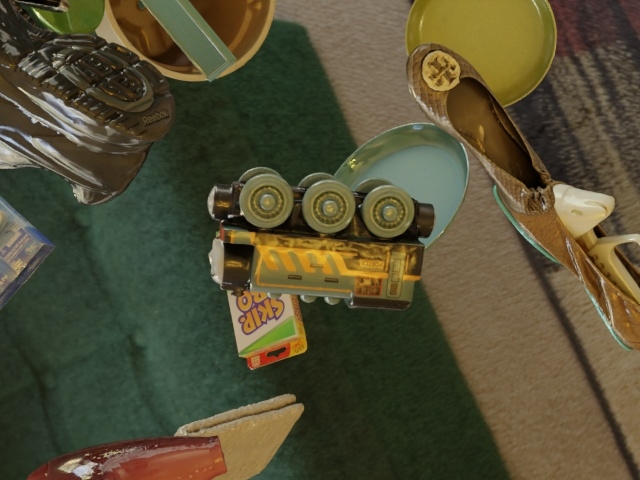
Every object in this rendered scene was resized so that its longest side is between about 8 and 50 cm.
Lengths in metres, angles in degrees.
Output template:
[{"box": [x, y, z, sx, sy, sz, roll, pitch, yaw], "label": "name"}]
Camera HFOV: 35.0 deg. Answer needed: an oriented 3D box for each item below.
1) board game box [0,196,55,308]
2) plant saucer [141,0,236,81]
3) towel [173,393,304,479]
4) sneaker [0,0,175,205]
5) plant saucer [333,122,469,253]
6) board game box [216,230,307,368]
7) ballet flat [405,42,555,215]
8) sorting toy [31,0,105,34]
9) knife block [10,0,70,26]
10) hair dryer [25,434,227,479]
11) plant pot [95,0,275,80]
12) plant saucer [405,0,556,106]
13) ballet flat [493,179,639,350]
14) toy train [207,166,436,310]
[{"box": [-0.218, 0.007, 0.590, 0.090, 0.020, 0.090, 41, 89, 9], "label": "board game box"}, {"box": [-0.224, -0.352, 1.676, 0.067, 0.018, 0.192, -33, 105, 29], "label": "plant saucer"}, {"box": [-0.164, 0.349, 1.696, 0.049, 0.282, 0.187, 47, 122, 28], "label": "towel"}, {"box": [-0.253, -0.121, 0.753, 0.286, 0.109, 0.130, 34, 131, 1], "label": "sneaker"}, {"box": [0.133, -0.070, 1.819, 0.318, 0.044, 0.317, -23, 46, 26], "label": "plant saucer"}, {"box": [-0.105, 0.087, 1.784, 0.124, 0.039, 0.259, -21, 72, 23], "label": "board game box"}, {"box": [0.190, -0.124, 1.154, 0.084, 0.058, 0.250, -44, 108, -12], "label": "ballet flat"}, {"box": [-0.390, -0.346, 1.376, 0.126, 0.127, 0.365, -11, 110, 36], "label": "sorting toy"}, {"box": [-0.384, -0.351, 1.166, 0.242, 0.088, 0.275, -28, 59, 5], "label": "knife block"}, {"box": [-0.199, 0.241, 0.889, 0.224, 0.293, 0.080, -3, 102, 43], "label": "hair dryer"}, {"box": [-0.299, -0.467, 1.937, 0.305, 0.334, 0.333, 12, 105, 61], "label": "plant pot"}, {"box": [0.258, -0.330, 1.640, 0.241, 0.037, 0.241, 6, 116, 12], "label": "plant saucer"}, {"box": [0.401, 0.011, 1.467, 0.342, 0.116, 0.124, 51, 133, 0], "label": "ballet flat"}, {"box": [0.000, 0.000, 1.474, 0.334, 0.142, 0.190, 4, 99, -10], "label": "toy train"}]
